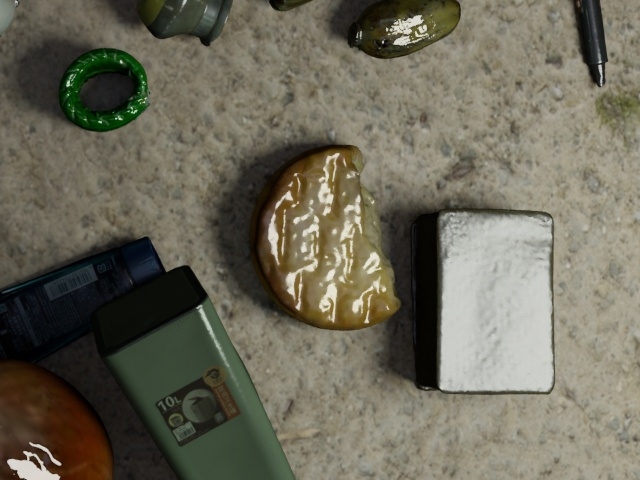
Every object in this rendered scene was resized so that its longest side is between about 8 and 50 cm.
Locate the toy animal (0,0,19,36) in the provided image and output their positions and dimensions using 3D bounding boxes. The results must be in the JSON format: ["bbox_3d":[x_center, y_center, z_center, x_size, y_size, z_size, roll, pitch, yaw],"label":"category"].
[{"bbox_3d":[-0.507,-0.294,1.710,0.138,0.166,0.179,27,98,14],"label":"toy animal"}]

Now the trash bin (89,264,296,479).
[{"bbox_3d":[-0.159,0.229,1.690,0.158,0.223,0.343,-30,107,-7],"label":"trash bin"}]

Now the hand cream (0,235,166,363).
[{"bbox_3d":[-0.355,0.087,1.775,0.271,0.061,0.120,-25,92,-3],"label":"hand cream"}]

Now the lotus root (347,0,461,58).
[{"bbox_3d":[0.125,-0.321,1.829,0.179,0.080,0.089,-17,114,-11],"label":"lotus root"}]

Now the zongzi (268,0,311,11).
[{"bbox_3d":[-0.014,-0.477,1.799,0.221,0.112,0.242,-24,85,-6],"label":"zongzi"}]

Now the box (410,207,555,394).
[{"bbox_3d":[0.238,0.092,1.815,0.184,0.143,0.273,0,89,-8],"label":"box"}]

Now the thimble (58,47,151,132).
[{"bbox_3d":[-0.308,-0.214,1.761,0.130,0.090,0.118,5,88,-9],"label":"thimble"}]

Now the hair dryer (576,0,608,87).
[{"bbox_3d":[0.428,-0.367,1.890,0.128,0.070,0.255,-13,99,-9],"label":"hair dryer"}]

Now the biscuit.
[{"bbox_3d":[0.000,0.000,1.805,0.213,0.091,0.274,-9,93,-11],"label":"biscuit"}]

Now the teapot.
[{"bbox_3d":[-0.192,-0.358,1.772,0.119,0.130,0.165,22,55,-22],"label":"teapot"}]

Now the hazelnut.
[{"bbox_3d":[-0.446,0.323,1.626,0.315,0.372,0.372,36,84,32],"label":"hazelnut"}]
